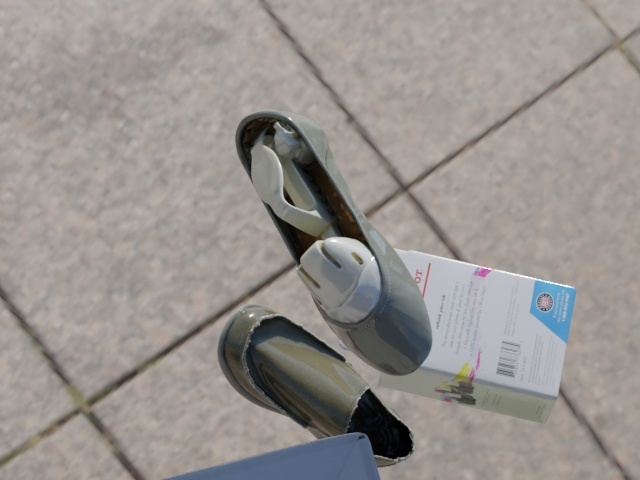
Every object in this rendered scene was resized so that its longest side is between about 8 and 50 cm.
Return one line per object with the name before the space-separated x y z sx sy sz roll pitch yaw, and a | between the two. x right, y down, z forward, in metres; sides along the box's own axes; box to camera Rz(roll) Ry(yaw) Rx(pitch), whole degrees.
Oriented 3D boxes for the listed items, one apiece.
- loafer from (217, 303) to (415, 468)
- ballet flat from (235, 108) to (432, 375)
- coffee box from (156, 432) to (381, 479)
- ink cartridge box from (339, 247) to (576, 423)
loafer | 0.006 0.143 1.541 0.251 0.087 0.094 38 69 -32
ballet flat | 0.000 0.000 1.058 0.068 0.072 0.213 12 43 -53
coffee box | -0.018 0.173 0.710 0.098 0.246 0.141 -14 80 -7
ink cartridge box | 0.111 0.076 1.318 0.181 0.061 0.104 13 63 3
